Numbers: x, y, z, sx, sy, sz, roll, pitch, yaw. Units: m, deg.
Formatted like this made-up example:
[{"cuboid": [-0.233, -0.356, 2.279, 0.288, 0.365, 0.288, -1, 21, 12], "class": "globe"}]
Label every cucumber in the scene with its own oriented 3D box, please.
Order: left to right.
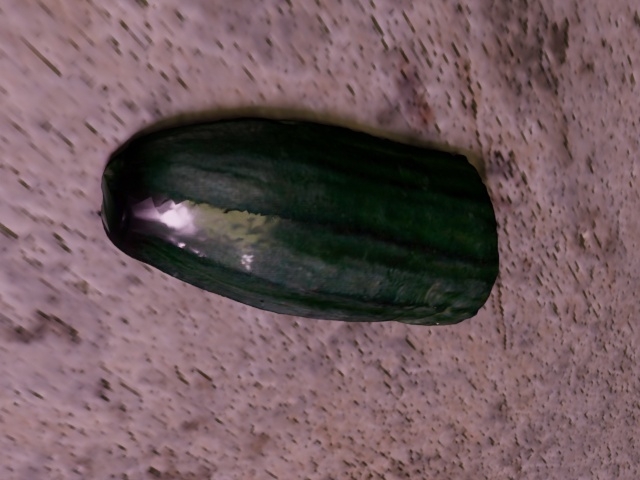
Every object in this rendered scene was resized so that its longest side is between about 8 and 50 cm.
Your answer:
[{"cuboid": [0.000, 0.000, 0.483, 0.244, 0.063, 0.115, 7, 114, -37], "class": "cucumber"}]
